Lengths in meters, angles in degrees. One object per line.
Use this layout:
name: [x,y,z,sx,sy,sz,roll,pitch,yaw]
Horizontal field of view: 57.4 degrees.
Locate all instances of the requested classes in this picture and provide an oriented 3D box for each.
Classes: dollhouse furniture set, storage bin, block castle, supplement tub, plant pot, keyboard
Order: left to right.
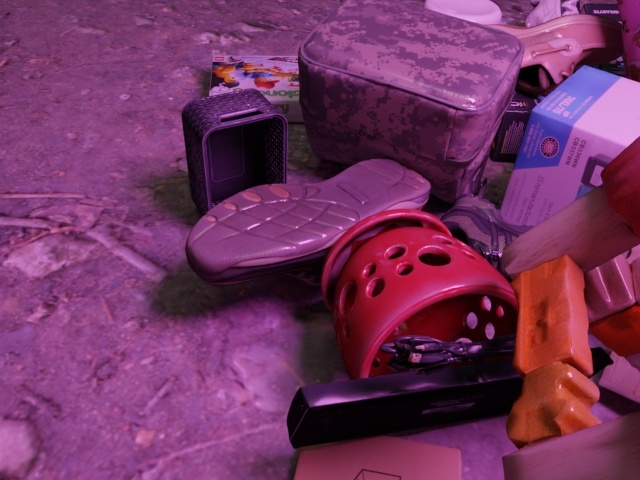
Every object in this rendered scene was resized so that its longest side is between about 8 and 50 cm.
storage bin: [-0.119,-0.111,0.833,0.122,0.180,0.084,-18,46,-23]
plant pot: [0.103,0.071,0.642,0.191,0.191,0.174,-8,36,-12]
supplement tub: [0.253,-0.352,1.121,0.144,0.200,0.144,2,41,-2]
keyboard: [0.130,0.129,0.543,0.317,0.201,0.033,-4,55,-19]
dollhouse furniture set: [0.385,0.090,0.700,0.129,0.184,0.129,23,3,34]
block castle: [0.347,0.148,0.401,0.453,0.213,0.303,39,40,-13]

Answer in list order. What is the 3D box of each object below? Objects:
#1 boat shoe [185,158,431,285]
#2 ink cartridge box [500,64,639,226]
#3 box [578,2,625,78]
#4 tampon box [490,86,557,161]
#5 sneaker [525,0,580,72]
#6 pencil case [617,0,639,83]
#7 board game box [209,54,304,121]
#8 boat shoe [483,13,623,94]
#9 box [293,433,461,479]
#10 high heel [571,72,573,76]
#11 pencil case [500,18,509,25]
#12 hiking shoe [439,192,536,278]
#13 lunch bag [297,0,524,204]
boat shoe: [0.000,0.000,0.753,0.355,0.130,0.132,-17,42,-31]
ink cartridge box: [0.441,-0.091,0.839,0.270,0.198,0.197,30,48,27]
box: [0.681,-0.341,1.162,0.295,0.073,0.293,0,66,-2]
tampon box: [0.385,-0.211,1.043,0.161,0.101,0.120,3,40,1]
sneaker: [0.530,-0.469,1.339,0.118,0.110,0.292,2,53,23]
pencil case: [0.558,-0.281,0.926,0.167,0.386,0.160,-8,22,22]
board game box: [-0.062,-0.301,1.150,0.305,0.053,0.193,-2,42,-6]
boat shoe: [0.370,-0.302,1.000,0.341,0.121,0.110,-8,78,-9]
box: [0.048,0.270,0.533,0.164,0.021,0.201,9,41,6]
high heel: [0.485,-0.329,1.166,0.082,0.117,0.244,0,47,-9]
pencil case: [0.377,-0.362,1.203,0.124,0.124,0.284,-1,41,-5]
hiking shoe: [0.248,0.028,0.792,0.114,0.086,0.227,-40,51,-21]
lunch bag: [0.124,-0.195,0.894,0.305,0.256,0.212,23,54,19]
